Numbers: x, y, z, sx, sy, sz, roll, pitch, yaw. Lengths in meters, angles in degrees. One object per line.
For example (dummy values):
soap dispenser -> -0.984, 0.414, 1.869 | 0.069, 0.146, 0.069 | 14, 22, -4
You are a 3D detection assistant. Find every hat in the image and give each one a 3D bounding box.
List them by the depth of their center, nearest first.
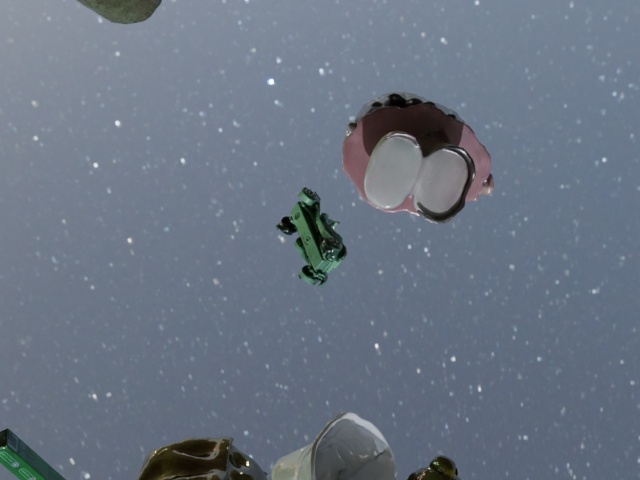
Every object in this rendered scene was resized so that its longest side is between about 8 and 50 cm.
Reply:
hat -> 0.007, 0.345, 1.163 | 0.126, 0.203, 0.203 | -21, -149, 33

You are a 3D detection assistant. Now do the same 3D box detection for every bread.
bread -> -0.183, 0.425, 1.242 | 0.196, 0.238, 0.252 | -42, -160, 8

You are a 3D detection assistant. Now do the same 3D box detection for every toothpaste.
toothpaste -> -0.240, 0.188, 0.686 | 0.017, 0.083, 0.020 | -28, -144, 3

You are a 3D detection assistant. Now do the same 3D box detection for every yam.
yam -> -0.140, -0.161, 0.487 | 0.043, 0.094, 0.043 | -12, -112, 31

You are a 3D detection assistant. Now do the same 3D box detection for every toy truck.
toy truck -> -0.001, -0.001, 1.261 | 0.078, 0.080, 0.154 | 15, -146, -37

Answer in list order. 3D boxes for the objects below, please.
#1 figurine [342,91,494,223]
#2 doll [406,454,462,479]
figurine -> 0.045, -0.037, 0.358 | 0.072, 0.054, 0.129 | 13, -173, 0
doll -> 0.179, 0.374, 1.030 | 0.097, 0.137, 0.209 | 2, -135, -42
